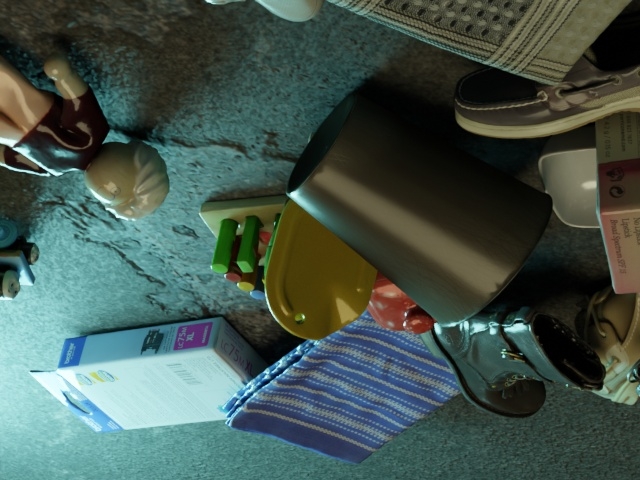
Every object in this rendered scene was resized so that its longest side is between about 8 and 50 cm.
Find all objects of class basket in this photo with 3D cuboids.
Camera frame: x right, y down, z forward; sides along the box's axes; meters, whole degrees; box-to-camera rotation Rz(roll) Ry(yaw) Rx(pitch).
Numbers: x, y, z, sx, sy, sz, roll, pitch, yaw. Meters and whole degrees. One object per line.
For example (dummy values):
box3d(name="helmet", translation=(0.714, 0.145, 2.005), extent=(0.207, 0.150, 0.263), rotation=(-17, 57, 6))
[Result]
box3d(name="basket", translation=(0.090, -0.038, 1.620), extent=(0.227, 0.154, 0.204), rotation=(33, 141, -11))

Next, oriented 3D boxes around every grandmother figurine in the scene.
box3d(name="grandmother figurine", translation=(-0.313, -0.126, 1.674), extent=(0.342, 0.104, 0.208), rotation=(31, 151, -24))

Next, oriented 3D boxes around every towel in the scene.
box3d(name="towel", translation=(0.171, -0.267, 1.248), extent=(0.312, 0.056, 0.324), rotation=(18, 134, -29))
box3d(name="towel", translation=(0.055, 0.196, 2.057), extent=(0.243, 0.040, 0.336), rotation=(23, 137, -29))

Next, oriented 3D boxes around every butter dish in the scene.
box3d(name="butter dish", translation=(0.106, 0.054, 1.785), extent=(0.160, 0.118, 0.160), rotation=(-17, 140, 12))

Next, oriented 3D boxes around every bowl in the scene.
box3d(name="bowl", translation=(0.304, -0.073, 1.614), extent=(0.142, 0.053, 0.142), rotation=(-4, 144, 21))

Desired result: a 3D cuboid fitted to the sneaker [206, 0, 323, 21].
box3d(name="sneaker", translation=(-0.072, -0.244, 1.374), extent=(0.099, 0.121, 0.262), rotation=(-5, 157, 24))

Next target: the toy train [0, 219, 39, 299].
box3d(name="toy train", translation=(-0.444, 0.031, 1.941), extent=(0.184, 0.105, 0.080), rotation=(4, 147, 11))

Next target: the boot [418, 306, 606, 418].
box3d(name="boot", translation=(0.251, 0.152, 1.866), extent=(0.263, 0.091, 0.229), rotation=(40, 161, -34))

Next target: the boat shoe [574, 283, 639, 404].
box3d(name="boat shoe", translation=(0.348, 0.108, 1.834), extent=(0.098, 0.109, 0.302), rotation=(7, 153, 3))

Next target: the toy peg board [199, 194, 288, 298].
box3d(name="toy peg board", translation=(-0.046, 0.026, 1.843), extent=(0.161, 0.079, 0.161), rotation=(-4, 144, 23))

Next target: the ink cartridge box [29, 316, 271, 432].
box3d(name="ink cartridge box", translation=(-0.227, 0.191, 2.164), extent=(0.311, 0.065, 0.186), rotation=(-11, 142, 25))

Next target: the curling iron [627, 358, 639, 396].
box3d(name="curling iron", translation=(0.450, 0.137, 1.786), extent=(0.274, 0.035, 0.068), rotation=(-4, 136, -41))

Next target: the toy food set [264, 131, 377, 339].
box3d(name="toy food set", translation=(0.000, 0.000, 1.725), extent=(0.128, 0.218, 0.071), rotation=(17, 177, -22))

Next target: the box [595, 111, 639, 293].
box3d(name="box", translation=(0.383, -0.046, 1.475), extent=(0.232, 0.127, 0.149), rotation=(-5, 144, 15))

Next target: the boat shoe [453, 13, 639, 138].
box3d(name="boat shoe", translation=(0.254, -0.166, 1.452), extent=(0.285, 0.103, 0.092), rotation=(-6, 134, 25))
